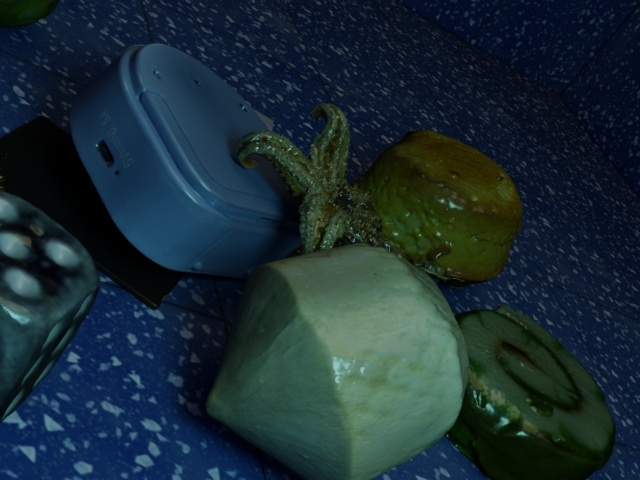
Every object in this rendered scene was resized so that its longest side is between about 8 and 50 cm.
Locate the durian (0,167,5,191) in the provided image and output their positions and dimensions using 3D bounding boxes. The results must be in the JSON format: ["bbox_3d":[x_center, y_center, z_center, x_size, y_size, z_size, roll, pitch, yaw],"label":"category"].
[{"bbox_3d":[-0.456,-0.080,1.197,0.168,0.137,0.158,41,3,-17],"label":"durian"}]

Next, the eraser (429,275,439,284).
[{"bbox_3d":[0.204,0.050,1.981,0.038,0.019,0.083,23,29,-27],"label":"eraser"}]

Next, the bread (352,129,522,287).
[{"bbox_3d":[0.223,-0.070,1.961,0.337,0.204,0.358,26,28,10],"label":"bread"}]

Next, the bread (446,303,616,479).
[{"bbox_3d":[0.320,0.242,1.692,0.366,0.129,0.382,29,27,-20],"label":"bread"}]

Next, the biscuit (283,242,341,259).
[{"bbox_3d":[0.001,-0.001,1.734,0.296,0.075,0.296,31,26,-17],"label":"biscuit"}]

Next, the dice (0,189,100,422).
[{"bbox_3d":[-0.347,0.068,1.031,0.183,0.182,0.181,37,27,0],"label":"dice"}]

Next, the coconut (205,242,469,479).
[{"bbox_3d":[0.010,0.157,1.242,0.329,0.329,0.329,30,27,-17],"label":"coconut"}]

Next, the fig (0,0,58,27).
[{"bbox_3d":[-0.534,-0.470,1.699,0.206,0.206,0.275,18,13,-37],"label":"fig"}]

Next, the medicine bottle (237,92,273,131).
[{"bbox_3d":[-0.206,-0.208,1.722,0.225,0.139,0.139,29,27,-20],"label":"medicine bottle"}]

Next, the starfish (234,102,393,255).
[{"bbox_3d":[0.018,-0.056,1.473,0.303,0.113,0.312,14,51,-57],"label":"starfish"}]

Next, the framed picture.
[{"bbox_3d":[-0.322,-0.050,1.459,0.324,0.013,0.244,38,26,-4],"label":"framed picture"}]

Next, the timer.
[{"bbox_3d":[-0.204,-0.121,1.498,0.395,0.173,0.395,43,21,-21],"label":"timer"}]
